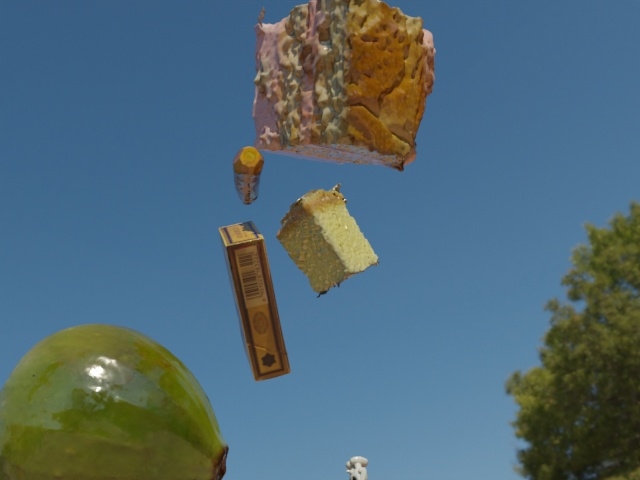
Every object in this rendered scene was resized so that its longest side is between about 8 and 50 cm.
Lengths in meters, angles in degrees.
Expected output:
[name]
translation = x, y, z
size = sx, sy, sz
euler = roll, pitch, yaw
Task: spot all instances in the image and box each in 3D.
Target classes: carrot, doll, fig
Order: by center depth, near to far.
[doll]
translation = 0.046, 0.309, 0.951
size = 0.040, 0.085, 0.058
euler = 28, -84, -24
[fig]
translation = -0.276, 0.268, 1.050
size = 0.316, 0.316, 0.316
euler = -12, -31, -7
[carrot]
translation = -0.100, -0.086, 1.066
size = 0.042, 0.042, 0.170
euler = -12, -12, -8

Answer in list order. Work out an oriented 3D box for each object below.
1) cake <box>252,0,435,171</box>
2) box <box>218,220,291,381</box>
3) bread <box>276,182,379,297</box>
[cake]
translation = 0.048, -0.301, 1.549
size = 0.293, 0.314, 0.307
euler = 9, -7, -40
[box]
translation = -0.143, 0.125, 1.653
size = 0.084, 0.193, 0.301
euler = -12, -76, -9
[bread]
translation = 0.000, 0.000, 1.123
size = 0.127, 0.147, 0.152
euler = -32, -5, 9
